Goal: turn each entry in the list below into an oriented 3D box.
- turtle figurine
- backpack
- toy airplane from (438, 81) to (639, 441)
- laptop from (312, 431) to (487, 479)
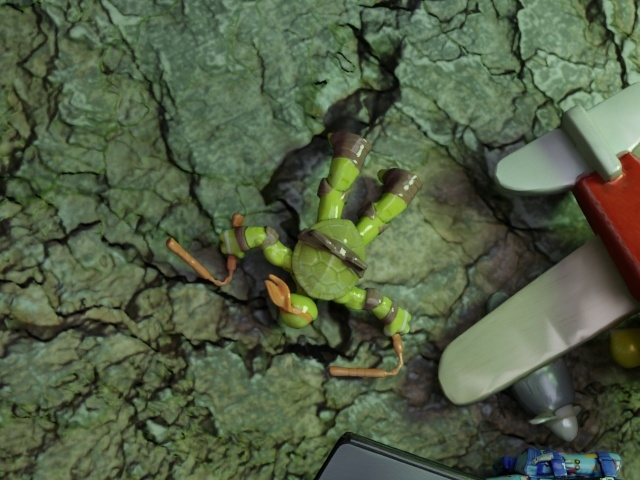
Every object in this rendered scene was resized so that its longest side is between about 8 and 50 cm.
[{"bbox_3d":[0.000,0.000,1.129,0.269,0.087,0.217,29,73,-5],"label":"turtle figurine"},{"bbox_3d":[0.194,0.266,1.083,0.173,0.158,0.117,1,69,0],"label":"backpack"},{"bbox_3d":[0.344,0.036,1.134,0.386,0.272,0.385,7,60,27],"label":"toy airplane"},{"bbox_3d":[0.111,0.430,0.986,0.381,0.408,0.236,20,40,-7],"label":"laptop"}]
